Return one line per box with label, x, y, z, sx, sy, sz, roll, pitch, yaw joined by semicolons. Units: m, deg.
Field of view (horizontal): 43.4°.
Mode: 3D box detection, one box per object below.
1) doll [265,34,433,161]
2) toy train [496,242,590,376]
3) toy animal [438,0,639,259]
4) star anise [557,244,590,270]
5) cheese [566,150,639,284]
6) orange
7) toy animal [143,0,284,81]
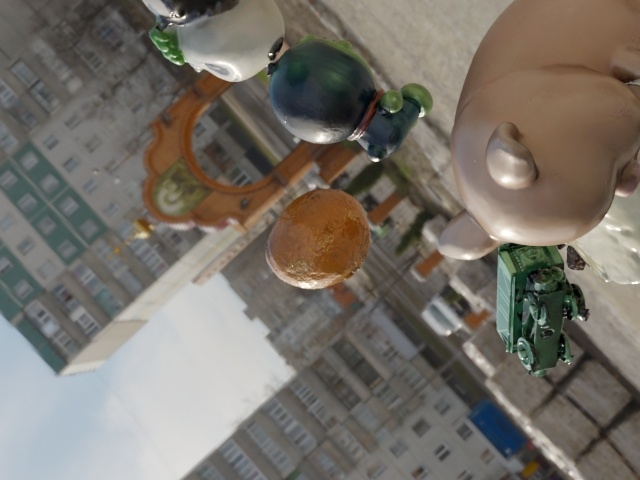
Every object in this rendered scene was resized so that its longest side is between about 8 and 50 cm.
doll;0.040;-0.260;1.493;0.322;0.186;0.198;24;159;-6
toy train;0.383;0.122;1.402;0.269;0.115;0.154;78;178;-45
toy animal;0.188;-0.106;0.634;0.154;0.250;0.166;18;150;25
star anise;0.384;-0.041;1.247;0.234;0.073;0.177;48;150;38
cheese;0.400;-0.089;0.925;0.153;0.332;0.292;51;151;-4
orange;0.001;-0.001;0.990;0.117;0.135;0.135;28;177;5
toy animal;-0.185;-0.382;1.307;0.267;0.212;0.212;64;170;-30
